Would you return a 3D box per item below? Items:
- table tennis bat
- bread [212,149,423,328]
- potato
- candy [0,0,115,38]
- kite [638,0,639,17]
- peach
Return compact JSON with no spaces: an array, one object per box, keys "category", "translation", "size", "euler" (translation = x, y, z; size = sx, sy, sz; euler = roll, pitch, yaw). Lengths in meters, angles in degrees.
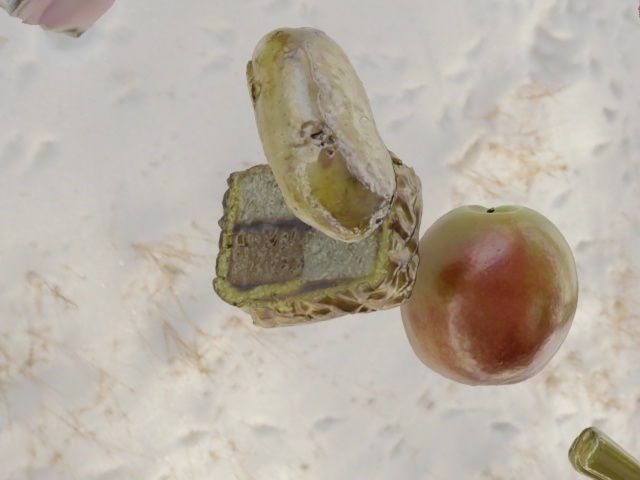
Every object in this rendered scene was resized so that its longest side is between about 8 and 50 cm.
[{"category":"table tennis bat","translation":[0.399,0.301,1.330],"size":[0.321,0.050,0.198],"euler":[34,71,-20]},{"category":"bread","translation":[0.000,0.000,1.273],"size":[0.096,0.222,0.181],"euler":[33,53,-60]},{"category":"potato","translation":[-0.001,-0.078,0.863],"size":[0.080,0.170,0.107],"euler":[-22,167,20]},{"category":"candy","translation":[-0.155,-0.281,0.884],"size":[0.265,0.116,0.155],"euler":[-47,174,13]},{"category":"kite","translation":[0.267,-0.269,0.932],"size":[0.159,0.010,0.190],"euler":[-4,107,14]},{"category":"peach","translation":[0.202,0.066,1.444],"size":[0.231,0.231,0.231],"euler":[-15,119,-28]}]
